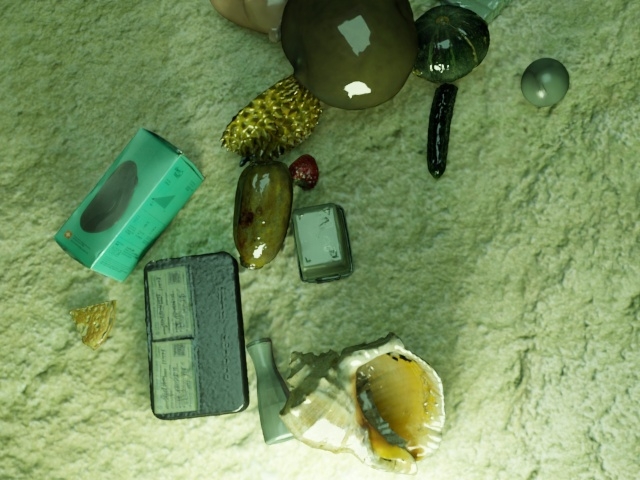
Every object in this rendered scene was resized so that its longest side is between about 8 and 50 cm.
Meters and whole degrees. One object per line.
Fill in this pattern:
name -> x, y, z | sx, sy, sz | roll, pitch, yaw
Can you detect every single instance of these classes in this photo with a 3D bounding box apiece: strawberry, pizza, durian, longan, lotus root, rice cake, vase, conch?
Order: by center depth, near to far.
conch -> 0.088, 0.308, 1.689 | 0.297, 0.210, 0.352 | -43, 120, 12
vase -> -0.103, 0.314, 1.770 | 0.086, 0.086, 0.214 | -19, 72, 3
longan -> 0.064, -0.431, 1.774 | 0.288, 0.288, 0.350 | -19, 55, 3
lotus root -> -0.123, -0.060, 1.808 | 0.122, 0.124, 0.241 | 4, 105, -12
durian -> -0.099, -0.252, 1.838 | 0.249, 0.183, 0.138 | -36, 96, -2
strawberry -> -0.034, -0.157, 1.868 | 0.073, 0.073, 0.083 | 14, 65, 10
pizza -> -0.509, 0.174, 1.877 | 0.108, 0.026, 0.123 | 23, 84, 14
rice cake -> 0.315, -0.588, 1.926 | 0.237, 0.043, 0.127 | 42, 85, 15

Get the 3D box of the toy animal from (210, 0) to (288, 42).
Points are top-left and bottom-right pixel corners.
toy animal -> -0.147, -0.552, 1.921 | 0.250, 0.154, 0.166 | 33, 64, 16

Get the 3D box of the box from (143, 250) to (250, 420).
box -> -0.271, 0.205, 1.825 | 0.211, 0.058, 0.350 | -7, 77, 8

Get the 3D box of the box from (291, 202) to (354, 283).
box -> 0.000, 0.000, 1.814 | 0.124, 0.093, 0.172 | -11, 77, 4

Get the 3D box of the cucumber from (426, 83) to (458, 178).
cucumber -> 0.263, -0.240, 1.856 | 0.052, 0.058, 0.215 | -2, 75, 52

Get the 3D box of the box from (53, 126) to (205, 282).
box -> -0.408, -0.073, 1.827 | 0.118, 0.205, 0.311 | 37, 86, 11

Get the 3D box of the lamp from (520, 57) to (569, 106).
lamp -> 0.485, -0.341, 1.822 | 0.105, 0.105, 0.105 | -2, 78, 7

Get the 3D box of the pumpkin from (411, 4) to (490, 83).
pumpkin -> 0.272, -0.427, 1.838 | 0.190, 0.146, 0.190 | -2, 41, 2
